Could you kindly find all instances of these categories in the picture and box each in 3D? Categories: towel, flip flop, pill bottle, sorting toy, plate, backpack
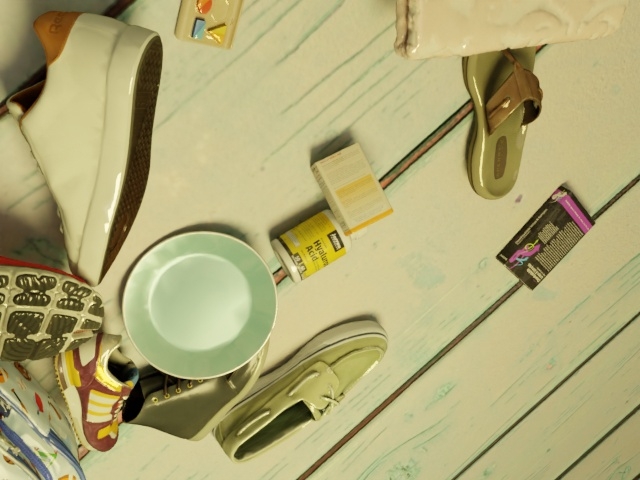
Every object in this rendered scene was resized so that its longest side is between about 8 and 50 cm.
[{"bbox_3d":[0.224,-0.369,0.699,0.331,0.053,0.317,-14,117,-24],"label":"towel"},{"bbox_3d":[0.249,-0.173,0.858,0.112,0.080,0.277,-17,123,-21],"label":"flip flop"},{"bbox_3d":[0.000,0.000,0.841,0.116,0.065,0.065,-32,132,-10],"label":"pill bottle"},{"bbox_3d":[-0.106,-0.235,0.647,0.062,0.012,0.083,3,119,-33],"label":"sorting toy"},{"bbox_3d":[-0.146,0.079,0.798,0.188,0.024,0.188,-3,102,-14],"label":"plate"},{"bbox_3d":[-0.378,0.250,0.676,0.276,0.213,0.263,-35,129,-6],"label":"backpack"}]

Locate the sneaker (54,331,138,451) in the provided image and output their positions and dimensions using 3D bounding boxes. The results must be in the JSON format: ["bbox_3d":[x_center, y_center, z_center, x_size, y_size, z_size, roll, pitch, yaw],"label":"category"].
[{"bbox_3d":[-0.261,0.192,0.800,0.084,0.069,0.185,-8,127,-4],"label":"sneaker"}]

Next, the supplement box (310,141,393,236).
[{"bbox_3d":[0.038,-0.063,0.803,0.062,0.036,0.098,-26,89,-13],"label":"supplement box"}]

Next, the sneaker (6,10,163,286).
[{"bbox_3d":[-0.236,-0.085,0.636,0.123,0.106,0.290,18,123,-3],"label":"sneaker"}]

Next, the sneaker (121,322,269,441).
[{"bbox_3d":[-0.162,0.174,0.850,0.118,0.083,0.222,22,109,-39],"label":"sneaker"}]

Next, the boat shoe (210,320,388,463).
[{"bbox_3d":[-0.018,0.229,0.968,0.302,0.094,0.109,-30,132,-10],"label":"boat shoe"}]

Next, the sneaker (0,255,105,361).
[{"bbox_3d":[-0.339,0.033,0.618,0.279,0.118,0.107,22,109,-41],"label":"sneaker"}]

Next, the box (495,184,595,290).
[{"bbox_3d":[0.381,-0.001,1.099,0.162,0.029,0.116,-50,132,6],"label":"box"}]
